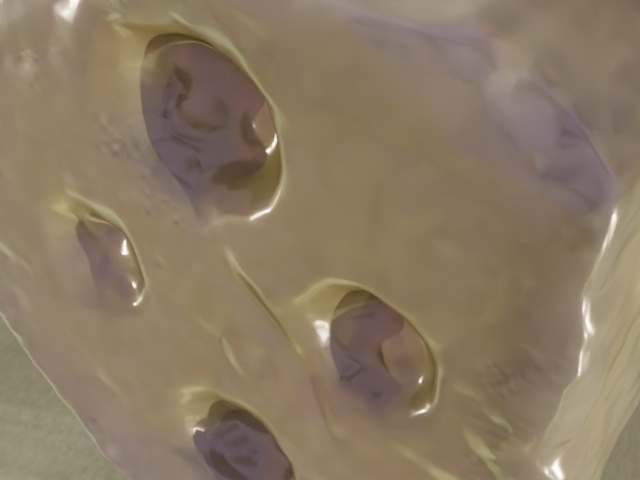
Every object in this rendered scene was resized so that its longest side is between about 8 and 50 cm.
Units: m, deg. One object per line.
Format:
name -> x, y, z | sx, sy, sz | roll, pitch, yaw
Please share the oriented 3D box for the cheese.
cheese -> 0.000, 0.000, 0.488 | 0.326, 0.115, 0.318 | -15, 112, 46
